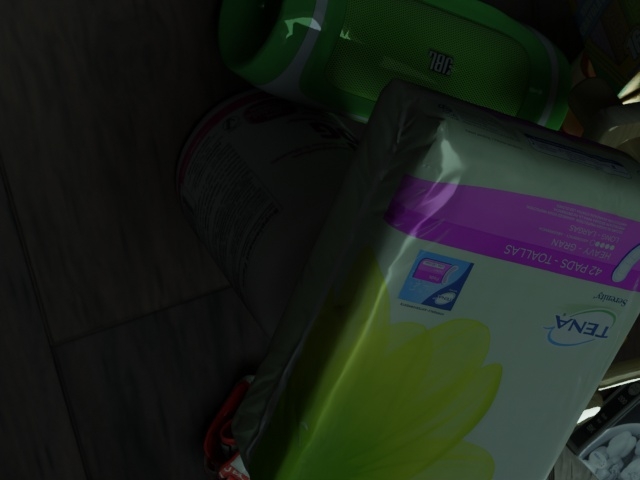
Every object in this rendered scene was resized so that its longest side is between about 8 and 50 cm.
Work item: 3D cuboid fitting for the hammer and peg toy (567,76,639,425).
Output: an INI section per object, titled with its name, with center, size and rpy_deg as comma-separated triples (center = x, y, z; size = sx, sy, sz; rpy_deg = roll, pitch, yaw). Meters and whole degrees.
[hammer and peg toy]
center = 0.297, 0.001, 1.250
size = 0.266, 0.127, 0.361
rpy_deg = -11, 143, -20

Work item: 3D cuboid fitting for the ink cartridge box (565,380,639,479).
[ink cartridge box]
center = 0.405, 0.216, 1.650
size = 0.208, 0.045, 0.206
rpy_deg = -44, 128, 2

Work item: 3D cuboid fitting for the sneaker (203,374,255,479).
[sneaker]
center = -0.056, 0.248, 1.413
size = 0.145, 0.090, 0.270
rpy_deg = 7, 112, -29

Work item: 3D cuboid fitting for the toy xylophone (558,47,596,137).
[toy xylophone]
center = 0.257, -0.041, 1.373
size = 0.236, 0.081, 0.322
rpy_deg = 28, 93, -38

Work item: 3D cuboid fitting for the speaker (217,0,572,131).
[speaker]
center = 0.067, -0.155, 1.204
size = 0.296, 0.131, 0.131
rpy_deg = 14, 112, -32

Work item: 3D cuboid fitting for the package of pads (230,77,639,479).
[package of pads]
center = 0.097, 0.057, 1.003
size = 0.229, 0.101, 0.296
rpy_deg = 14, 112, -31

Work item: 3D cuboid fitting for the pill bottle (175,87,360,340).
[pill bottle]
center = 0.000, 0.000, 1.164
size = 0.160, 0.283, 0.160
rpy_deg = -13, 124, -20

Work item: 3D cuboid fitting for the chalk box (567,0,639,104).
[chalk box]
center = 0.296, -0.237, 1.241
size = 0.132, 0.213, 0.132
rpy_deg = -3, 153, -24

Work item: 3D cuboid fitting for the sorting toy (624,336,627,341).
[sorting toy]
center = 0.175, 0.078, 1.459
size = 0.229, 0.041, 0.307
rpy_deg = -50, 128, 3
